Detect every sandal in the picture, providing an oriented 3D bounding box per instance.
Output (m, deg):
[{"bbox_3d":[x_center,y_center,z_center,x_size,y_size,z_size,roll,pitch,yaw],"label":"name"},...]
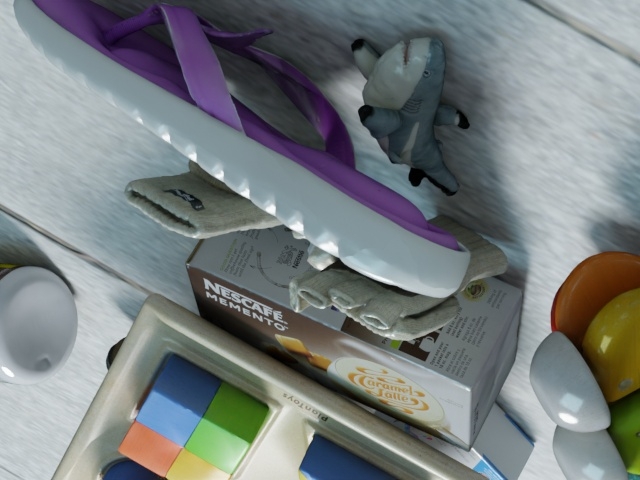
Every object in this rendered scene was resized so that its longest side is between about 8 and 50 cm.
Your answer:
[{"bbox_3d":[-0.044,-0.096,1.336,0.416,0.102,0.169,35,-171,28],"label":"sandal"}]

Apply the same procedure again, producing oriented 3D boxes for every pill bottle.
[{"bbox_3d":[-0.352,0.078,1.898,0.215,0.117,0.117,3,140,40],"label":"pill bottle"}]

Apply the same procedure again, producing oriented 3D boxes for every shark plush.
[{"bbox_3d":[0.073,-0.077,1.329,0.067,0.073,0.161,-14,129,11],"label":"shark plush"}]

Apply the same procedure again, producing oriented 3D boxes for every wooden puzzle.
[{"bbox_3d":[-0.065,0.232,1.634,0.322,0.080,0.348,29,137,-2],"label":"wooden puzzle"}]

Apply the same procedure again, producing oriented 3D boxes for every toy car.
[{"bbox_3d":[0.222,0.084,1.363,0.136,0.159,0.182,54,170,49],"label":"toy car"}]

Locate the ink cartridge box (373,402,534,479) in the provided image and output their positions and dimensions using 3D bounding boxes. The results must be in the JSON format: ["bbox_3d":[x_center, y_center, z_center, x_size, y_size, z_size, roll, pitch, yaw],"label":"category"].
[{"bbox_3d":[0.112,0.175,1.676,0.122,0.052,0.088,-8,132,51],"label":"ink cartridge box"}]

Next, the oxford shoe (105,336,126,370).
[{"bbox_3d":[-0.101,0.132,1.803,0.227,0.083,0.096,21,131,17],"label":"oxford shoe"}]

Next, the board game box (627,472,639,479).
[{"bbox_3d":[0.271,0.218,1.529,0.126,0.026,0.186,66,160,11],"label":"board game box"}]

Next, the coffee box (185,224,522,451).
[{"bbox_3d":[0.028,0.057,1.514,0.246,0.098,0.141,24,156,14],"label":"coffee box"}]

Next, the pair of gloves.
[{"bbox_3d":[0.000,0.000,1.384,0.240,0.204,0.042,26,115,19],"label":"pair of gloves"}]
